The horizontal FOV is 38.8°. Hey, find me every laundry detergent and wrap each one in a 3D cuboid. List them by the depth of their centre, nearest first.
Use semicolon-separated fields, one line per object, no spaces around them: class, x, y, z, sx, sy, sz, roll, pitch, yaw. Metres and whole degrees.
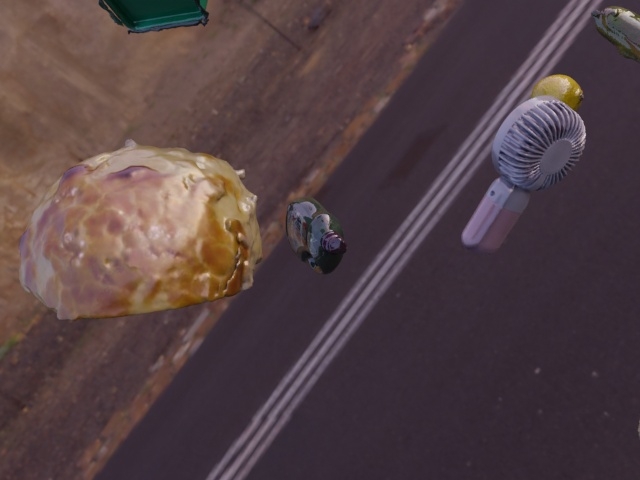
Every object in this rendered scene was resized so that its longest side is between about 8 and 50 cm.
laundry detergent;0.000;0.000;1.757;0.078;0.144;0.222;-11;20;-19

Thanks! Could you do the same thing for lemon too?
lemon;0.570;-0.345;2.186;0.133;0.109;0.109;1;52;43

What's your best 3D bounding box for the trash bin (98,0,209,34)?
trash bin;-0.325;-0.625;1.836;0.259;0.295;0.381;-3;69;16

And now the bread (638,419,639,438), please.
bread;0.600;0.159;1.299;0.236;0.165;0.375;-49;-21;-26

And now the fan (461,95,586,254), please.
fan;0.275;-0.086;1.274;0.074;0.130;0.244;49;116;43

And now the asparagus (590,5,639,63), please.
asparagus;0.541;-0.282;1.404;0.343;0.085;0.082;-124;34;-50

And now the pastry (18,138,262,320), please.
pastry;-0.189;-0.019;0.956;0.237;0.256;0.170;-98;11;-78
